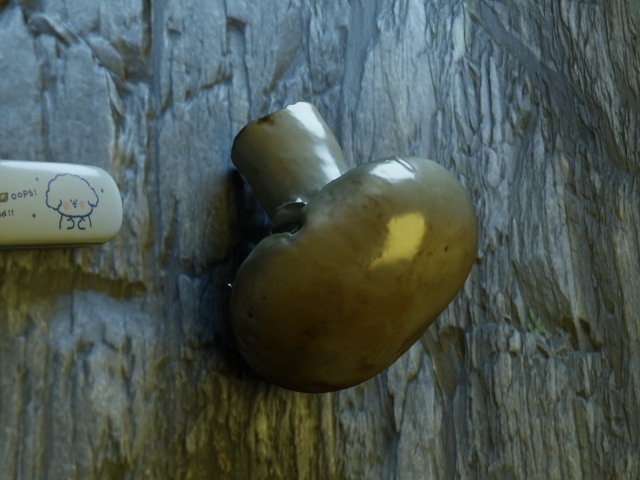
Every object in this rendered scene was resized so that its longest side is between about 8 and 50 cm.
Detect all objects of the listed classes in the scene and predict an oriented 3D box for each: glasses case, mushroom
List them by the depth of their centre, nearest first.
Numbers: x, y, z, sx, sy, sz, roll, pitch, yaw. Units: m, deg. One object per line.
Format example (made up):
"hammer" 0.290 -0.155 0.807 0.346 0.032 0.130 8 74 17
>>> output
"glasses case" -0.256 -0.031 0.922 0.197 0.049 0.076 0 79 -51
"mushroom" 0.000 0.000 1.114 0.290 0.292 0.292 49 34 18
